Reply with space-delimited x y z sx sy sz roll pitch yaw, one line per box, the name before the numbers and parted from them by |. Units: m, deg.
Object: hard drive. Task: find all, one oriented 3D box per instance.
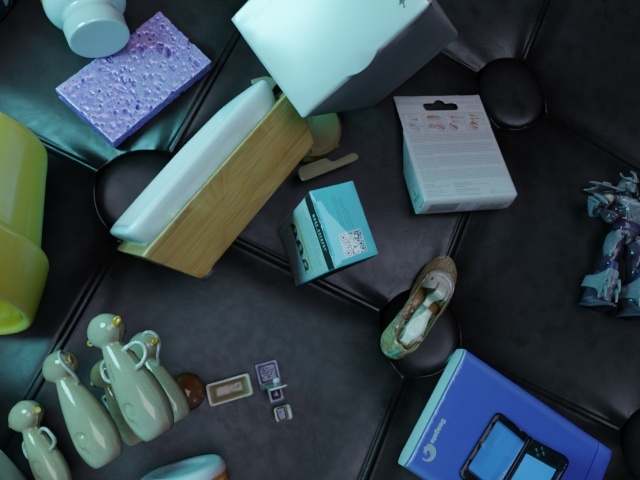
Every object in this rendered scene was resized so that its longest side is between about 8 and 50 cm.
hard drive | 0.310 0.355 0.886 0.319 0.040 0.210 35 74 -6

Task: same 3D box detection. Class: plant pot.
plant pot | -0.457 -0.033 0.667 0.254 0.254 0.239 11 61 -12

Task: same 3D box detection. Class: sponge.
sponge | -0.289 -0.254 0.847 0.117 0.031 0.210 45 72 -3

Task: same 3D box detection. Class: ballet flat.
ballet flat | 0.175 0.108 0.882 0.073 0.067 0.206 36 73 -5

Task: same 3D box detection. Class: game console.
game console | 0.297 0.349 0.826 0.122 0.107 0.071 -51 123 -16

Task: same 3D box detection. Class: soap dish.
soap dish | -0.153 -0.077 0.759 0.118 0.229 0.291 45 72 -21

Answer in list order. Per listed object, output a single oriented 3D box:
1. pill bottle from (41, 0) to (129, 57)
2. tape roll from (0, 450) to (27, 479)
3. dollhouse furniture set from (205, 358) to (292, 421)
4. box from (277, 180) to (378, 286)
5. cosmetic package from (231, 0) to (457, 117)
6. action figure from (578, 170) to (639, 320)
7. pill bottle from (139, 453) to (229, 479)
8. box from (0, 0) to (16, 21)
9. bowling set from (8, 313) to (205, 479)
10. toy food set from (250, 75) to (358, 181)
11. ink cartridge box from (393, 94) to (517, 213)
pill bottle | -0.361 -0.384 0.798 0.118 0.117 0.208 -20 80 -17
tape roll | -0.412 0.379 0.588 0.169 0.246 0.246 -28 88 -18
dollhouse furniture set | -0.101 0.232 0.780 0.114 0.081 0.091 -12 83 -16
box | 0.000 0.000 0.764 0.060 0.244 0.100 -17 85 -16
cosmetic package | 0.062 -0.297 0.757 0.197 0.365 0.155 -36 90 23
action figure | 0.563 0.000 0.990 0.185 0.099 0.285 17 73 -6
pill bottle | -0.164 0.410 0.711 0.121 0.121 0.216 -11 83 -16
box | -0.551 -0.348 0.740 0.163 0.142 0.247 28 75 -9
bowling set | -0.265 0.195 0.723 0.287 0.200 0.154 -33 83 24
toy food set | -0.029 -0.192 0.906 0.132 0.038 0.192 -22 81 -24
ink cartridge box | 0.231 -0.158 0.966 0.181 0.056 0.224 -5 62 -15
